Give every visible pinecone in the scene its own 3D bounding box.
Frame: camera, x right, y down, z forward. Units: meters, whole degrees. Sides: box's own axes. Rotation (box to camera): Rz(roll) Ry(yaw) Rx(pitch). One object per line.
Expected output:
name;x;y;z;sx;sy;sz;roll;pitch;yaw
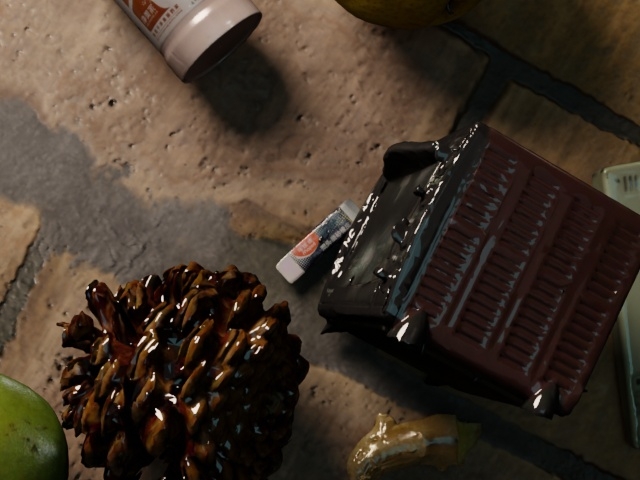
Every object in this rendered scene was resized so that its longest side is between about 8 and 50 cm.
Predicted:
pinecone;-0.117;0.117;0.766;0.221;0.221;0.222;0;86;-7

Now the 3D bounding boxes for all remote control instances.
remote control;0.342;0.062;0.904;0.123;0.038;0.286;-8;89;-6

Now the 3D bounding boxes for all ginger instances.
ginger;0.090;0.191;0.861;0.137;0.044;0.058;-10;105;-6

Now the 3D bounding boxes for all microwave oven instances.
microwave oven;0.115;0.027;0.769;0.188;0.247;0.178;26;81;-11

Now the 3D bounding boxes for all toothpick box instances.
toothpick box;-0.136;-0.230;0.833;0.098;0.098;0.149;-42;92;-8

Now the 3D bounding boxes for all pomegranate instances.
pomegranate;-0.315;0.176;0.755;0.202;0.202;0.248;-25;58;-8

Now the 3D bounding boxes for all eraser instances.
eraser;0.000;0.000;0.873;0.099;0.019;0.027;-42;93;-7

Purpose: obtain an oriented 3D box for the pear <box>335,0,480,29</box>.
pear;0.076;-0.286;0.811;0.208;0.209;0.209;0;86;-7
